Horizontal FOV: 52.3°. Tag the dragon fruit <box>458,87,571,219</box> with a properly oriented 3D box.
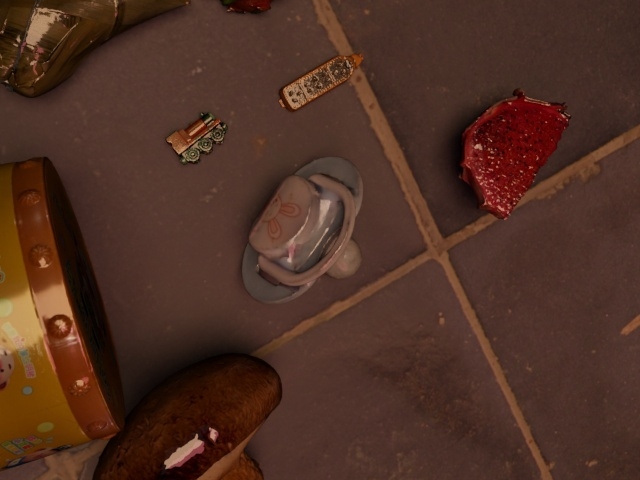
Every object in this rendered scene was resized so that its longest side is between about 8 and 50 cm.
[{"bbox_3d":[0.337,-0.174,1.241,0.161,0.126,0.274,37,76,-5],"label":"dragon fruit"}]

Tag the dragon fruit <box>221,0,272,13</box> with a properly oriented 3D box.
[{"bbox_3d":[-0.107,-0.466,1.104,0.138,0.175,0.142,43,53,-24],"label":"dragon fruit"}]

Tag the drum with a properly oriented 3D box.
[{"bbox_3d":[-0.430,0.100,0.910,0.214,0.431,0.431,-15,99,-15],"label":"drum"}]

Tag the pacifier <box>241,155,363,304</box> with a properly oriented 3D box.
[{"bbox_3d":[0.000,0.000,1.138,0.226,0.238,0.287,33,84,-44],"label":"pacifier"}]

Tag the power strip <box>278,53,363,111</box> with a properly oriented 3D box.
[{"bbox_3d":[0.004,-0.292,1.183,0.178,0.028,0.049,-33,102,-10],"label":"power strip"}]

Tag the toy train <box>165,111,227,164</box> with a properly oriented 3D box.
[{"bbox_3d":[-0.211,-0.179,1.133,0.103,0.044,0.064,-40,93,-8],"label":"toy train"}]

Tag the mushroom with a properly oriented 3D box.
[{"bbox_3d":[-0.215,0.329,1.052,0.239,0.345,0.345,18,91,16],"label":"mushroom"}]

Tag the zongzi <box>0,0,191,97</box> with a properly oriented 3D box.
[{"bbox_3d":[-0.368,-0.324,1.038,0.274,0.125,0.250,16,90,-21],"label":"zongzi"}]
